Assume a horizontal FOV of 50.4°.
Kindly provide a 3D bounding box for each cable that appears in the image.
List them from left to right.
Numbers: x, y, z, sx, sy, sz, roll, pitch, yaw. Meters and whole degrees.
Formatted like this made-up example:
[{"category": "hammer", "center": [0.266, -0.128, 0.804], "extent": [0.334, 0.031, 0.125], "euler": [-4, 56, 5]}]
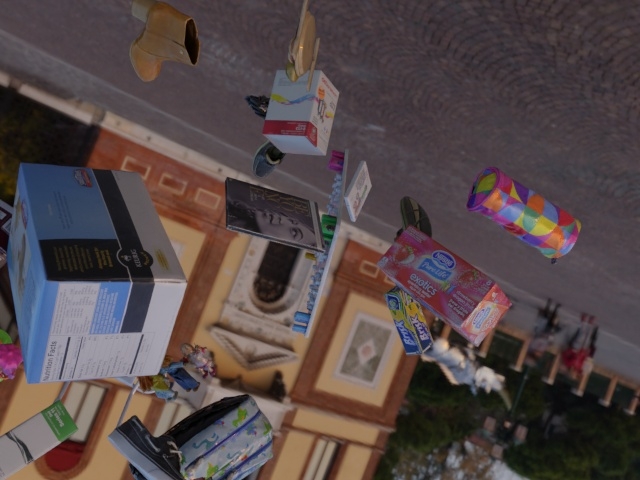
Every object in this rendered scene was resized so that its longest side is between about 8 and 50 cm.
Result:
[{"category": "cable", "center": [-0.136, -0.380, 2.030], "extent": [0.150, 0.047, 0.184], "euler": [42, -163, 23]}]

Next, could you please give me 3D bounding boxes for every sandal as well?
[{"category": "sandal", "center": [0.238, 0.020, 1.824], "extent": [0.086, 0.303, 0.120], "euler": [-19, 152, 38]}]

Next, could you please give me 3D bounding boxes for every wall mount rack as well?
[{"category": "wall mount rack", "center": [-0.649, 0.417, 2.096], "extent": [0.350, 0.304, 0.130], "euler": [35, 169, -20]}]

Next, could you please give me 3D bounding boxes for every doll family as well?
[{"category": "doll family", "center": [-0.445, 0.396, 2.005], "extent": [0.262, 0.118, 0.163], "euler": [-23, 125, 21]}]

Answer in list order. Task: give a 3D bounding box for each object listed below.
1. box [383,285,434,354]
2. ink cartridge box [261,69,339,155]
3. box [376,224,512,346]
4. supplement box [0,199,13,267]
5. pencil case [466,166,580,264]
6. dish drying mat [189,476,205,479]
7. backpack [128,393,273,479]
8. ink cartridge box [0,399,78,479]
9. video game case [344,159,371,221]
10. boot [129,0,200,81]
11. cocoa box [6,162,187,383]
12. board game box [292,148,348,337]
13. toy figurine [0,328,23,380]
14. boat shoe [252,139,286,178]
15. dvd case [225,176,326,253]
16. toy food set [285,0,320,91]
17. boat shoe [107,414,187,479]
[{"category": "box", "center": [0.218, 0.194, 1.677], "extent": [0.054, 0.169, 0.059], "euler": [-16, -171, 44]}, {"category": "ink cartridge box", "center": [-0.047, -0.316, 1.679], "extent": [0.127, 0.176, 0.128], "euler": [6, 168, 25]}, {"category": "box", "center": [0.263, 0.093, 1.458], "extent": [0.257, 0.123, 0.128], "euler": [38, 177, 40]}, {"category": "supplement box", "center": [-0.693, 0.028, 1.343], "extent": [0.130, 0.239, 0.073], "euler": [24, 156, 38]}, {"category": "pencil case", "center": [0.392, -0.049, 1.318], "extent": [0.236, 0.105, 0.104], "euler": [30, 174, -20]}, {"category": "dish drying mat", "center": [-0.241, 0.423, 1.172], "extent": [0.083, 0.008, 0.032], "euler": [-13, 174, -6]}, {"category": "backpack", "center": [-0.301, 0.563, 1.829], "extent": [0.273, 0.355, 0.290], "euler": [44, 157, -1]}, {"category": "ink cartridge box", "center": [-0.673, 0.463, 1.555], "extent": [0.087, 0.208, 0.153], "euler": [57, 151, 1]}, {"category": "video game case", "center": [0.126, -0.165, 2.278], "extent": [0.019, 0.157, 0.143], "euler": [15, 153, 22]}, {"category": "boot", "center": [-0.438, -0.537, 1.939], "extent": [0.211, 0.104, 0.295], "euler": [32, 144, 17]}, {"category": "cocoa box", "center": [-0.415, 0.049, 1.214], "extent": [0.227, 0.232, 0.347], "euler": [2, -145, -32]}, {"category": "board game box", "center": [0.000, 0.000, 1.872], "extent": [0.050, 0.390, 0.390], "euler": [13, -143, -3]}, {"category": "toy figurine", "center": [-0.922, 0.351, 1.968], "extent": [0.159, 0.173, 0.130], "euler": [8, -161, 43]}, {"category": "boat shoe", "center": [-0.157, -0.274, 2.177], "extent": [0.080, 0.223, 0.074], "euler": [25, -140, -20]}, {"category": "dvd case", "center": [-0.099, -0.055, 1.470], "extent": [0.221, 0.018, 0.165], "euler": [15, -142, -21]}, {"category": "toy food set", "center": [-0.041, -0.371, 1.294], "extent": [0.038, 0.133, 0.192], "euler": [11, 173, 8]}, {"category": "boat shoe", "center": [-0.370, 0.499, 1.567], "extent": [0.301, 0.102, 0.108], "euler": [21, 144, 41]}]
